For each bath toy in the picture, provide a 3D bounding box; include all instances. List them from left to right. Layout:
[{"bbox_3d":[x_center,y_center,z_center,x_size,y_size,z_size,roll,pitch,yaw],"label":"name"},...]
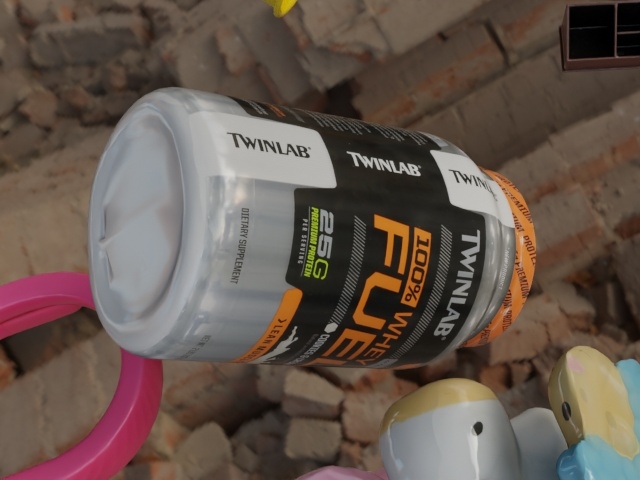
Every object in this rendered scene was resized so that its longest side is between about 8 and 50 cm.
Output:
[{"bbox_3d":[0.042,0.178,0.694,0.348,0.151,0.129,-33,16,35],"label":"bath toy"}]

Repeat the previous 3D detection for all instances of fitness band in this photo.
[{"bbox_3d":[-0.275,0.141,1.030,0.291,0.054,0.209,-22,56,10],"label":"fitness band"}]

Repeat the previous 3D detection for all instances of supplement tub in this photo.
[{"bbox_3d":[0.000,0.000,0.897,0.193,0.316,0.193,-11,76,54],"label":"supplement tub"}]

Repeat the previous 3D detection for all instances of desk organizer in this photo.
[{"bbox_3d":[0.279,-0.182,1.035,0.130,0.050,0.047,-2,75,5],"label":"desk organizer"}]

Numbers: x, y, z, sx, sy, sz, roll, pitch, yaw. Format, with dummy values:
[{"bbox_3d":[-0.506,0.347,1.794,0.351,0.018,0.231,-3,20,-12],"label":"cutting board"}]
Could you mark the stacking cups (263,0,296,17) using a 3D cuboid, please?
[{"bbox_3d":[-0.150,-0.330,1.119,0.316,0.096,0.096,31,73,5],"label":"stacking cups"}]
